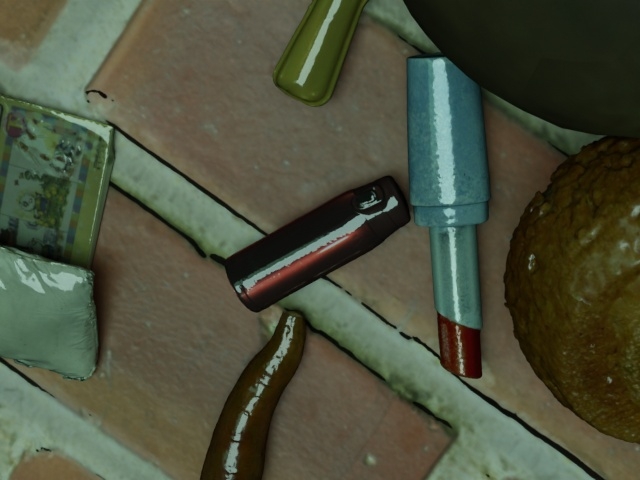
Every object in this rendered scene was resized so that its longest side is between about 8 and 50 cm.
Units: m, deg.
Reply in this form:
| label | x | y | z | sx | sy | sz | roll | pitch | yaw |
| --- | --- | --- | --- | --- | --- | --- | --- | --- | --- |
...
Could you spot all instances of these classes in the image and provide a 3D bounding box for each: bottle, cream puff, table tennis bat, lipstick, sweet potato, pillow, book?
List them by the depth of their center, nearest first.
| label | x | y | z | sx | sy | sz | roll | pitch | yaw |
| --- | --- | --- | --- | --- | --- | --- | --- | --- | --- |
| cream puff | 0.289 | 0.020 | 1.086 | 0.303 | 0.212 | 0.303 | 0 | 135 | 0 |
| table tennis bat | 0.046 | -0.261 | 1.165 | 0.198 | 0.050 | 0.321 | 25 | 100 | 2 |
| lipstick | 0.109 | -0.018 | 1.190 | 0.068 | 0.061 | 0.274 | -3 | 101 | 9 |
| bottle | 0.000 | 0.000 | 1.215 | 0.164 | 0.060 | 0.060 | -29 | 95 | 14 |
| sweet potato | -0.071 | 0.182 | 1.268 | 0.057 | 0.057 | 0.264 | 18 | 102 | 6 |
| pillow | -0.307 | 0.052 | 1.277 | 0.229 | 0.051 | 0.128 | 15 | 124 | 6 |
| book | -0.287 | -0.047 | 1.280 | 0.192 | 0.013 | 0.168 | 15 | 105 | 7 |

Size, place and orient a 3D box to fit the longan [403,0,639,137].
| label | x | y | z | sx | sy | sz | roll | pitch | yaw |
| --- | --- | --- | --- | --- | --- | --- | --- | --- | --- |
| longan | 0.228 | -0.252 | 0.952 | 0.404 | 0.404 | 0.336 | -15 | 132 | 13 |
